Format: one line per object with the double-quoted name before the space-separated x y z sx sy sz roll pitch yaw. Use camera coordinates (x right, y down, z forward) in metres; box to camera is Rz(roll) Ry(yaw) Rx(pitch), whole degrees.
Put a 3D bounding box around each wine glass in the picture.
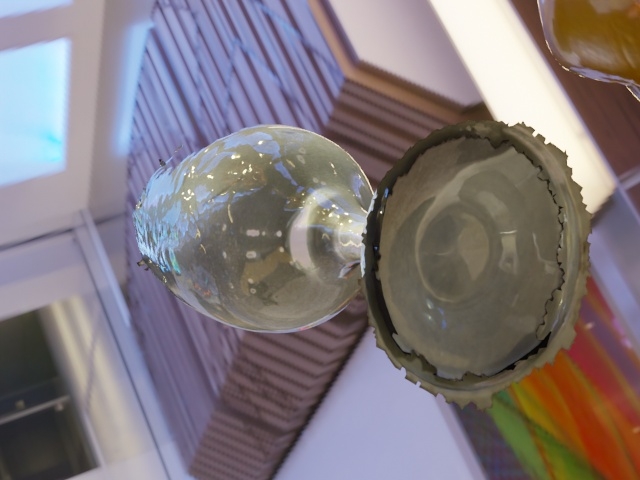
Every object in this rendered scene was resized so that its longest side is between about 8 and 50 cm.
"wine glass" 0.000 0.000 0.654 0.143 0.143 0.321 -12 10 -32

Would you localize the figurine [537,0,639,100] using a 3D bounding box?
"figurine" 0.136 -0.213 0.477 0.401 0.387 0.268 18 -67 -25
